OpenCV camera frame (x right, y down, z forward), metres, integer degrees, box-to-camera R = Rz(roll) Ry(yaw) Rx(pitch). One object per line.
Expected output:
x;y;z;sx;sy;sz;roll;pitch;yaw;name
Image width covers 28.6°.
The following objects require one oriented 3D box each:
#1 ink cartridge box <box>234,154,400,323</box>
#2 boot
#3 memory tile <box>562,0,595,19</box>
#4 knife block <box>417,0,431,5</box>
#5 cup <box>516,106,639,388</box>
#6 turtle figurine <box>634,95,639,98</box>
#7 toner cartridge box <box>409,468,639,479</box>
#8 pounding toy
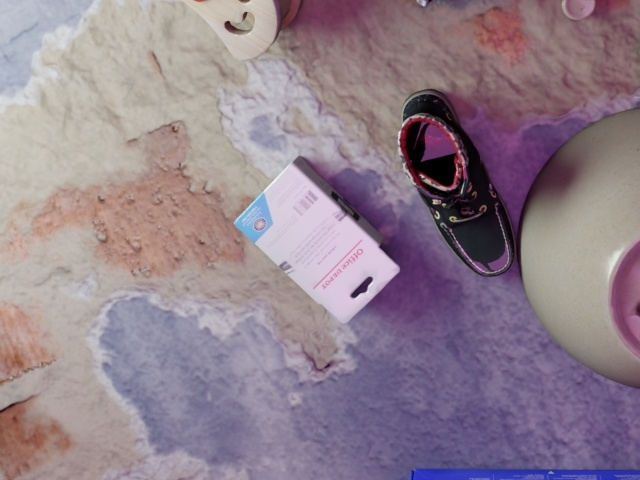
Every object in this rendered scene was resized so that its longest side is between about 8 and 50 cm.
0.000;0.000;1.493;0.180;0.060;0.104;44;103;-4;ink cartridge box
0.149;-0.050;1.401;0.085;0.178;0.236;-24;98;12;boot
0.275;-0.326;1.395;0.148;0.012;0.113;41;102;-14;memory tile
0.171;-0.387;1.330;0.276;0.088;0.242;-9;85;17;knife block
0.382;0.033;1.362;0.331;0.237;0.331;2;104;7;cup
0.434;-0.225;1.357;0.234;0.118;0.175;-13;85;1;turtle figurine
0.276;0.334;1.481;0.348;0.165;0.075;-1;104;8;toner cartridge box
-0.088;-0.314;1.430;0.270;0.155;0.154;20;133;12;pounding toy
